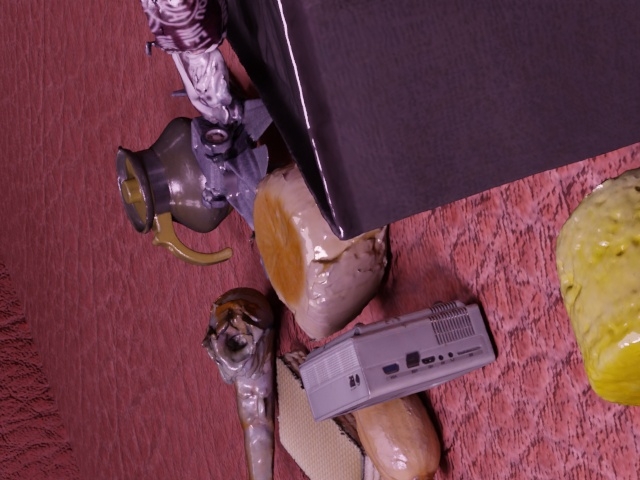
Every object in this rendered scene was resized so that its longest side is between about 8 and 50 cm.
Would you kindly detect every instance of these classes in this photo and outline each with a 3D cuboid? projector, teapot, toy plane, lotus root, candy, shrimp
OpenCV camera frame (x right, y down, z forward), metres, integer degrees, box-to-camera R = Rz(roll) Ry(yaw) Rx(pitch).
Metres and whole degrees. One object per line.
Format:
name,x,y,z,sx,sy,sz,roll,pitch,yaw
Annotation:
projector,0.057,0.094,1.185,0.147,0.115,0.061,142,114,-68
teapot,-0.150,-0.050,1.616,0.130,0.119,0.166,138,115,-68
toy plane,-0.096,-0.108,1.479,0.267,0.088,0.212,-125,29,-42
lotus root,0.067,0.164,1.281,0.073,0.062,0.150,95,152,-59
candy,-0.074,-0.147,0.777,0.226,0.051,0.094,85,176,-56
shrimp,-0.080,0.156,1.592,0.185,0.068,0.287,-88,-2,-57

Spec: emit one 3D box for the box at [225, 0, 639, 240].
box,0.037,-0.204,0.790,0.345,0.204,0.251,-119,13,-58

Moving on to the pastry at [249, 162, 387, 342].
pastry,0.000,0.000,1.306,0.166,0.088,0.166,164,90,-70

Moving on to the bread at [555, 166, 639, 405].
bread,0.190,0.029,0.821,0.129,0.111,0.114,112,147,-52

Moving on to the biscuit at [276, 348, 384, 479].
biscuit,0.010,0.205,1.491,0.199,0.040,0.121,-135,39,-53
